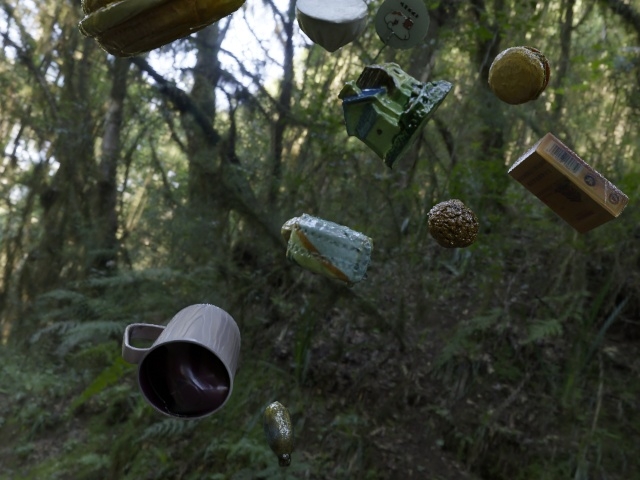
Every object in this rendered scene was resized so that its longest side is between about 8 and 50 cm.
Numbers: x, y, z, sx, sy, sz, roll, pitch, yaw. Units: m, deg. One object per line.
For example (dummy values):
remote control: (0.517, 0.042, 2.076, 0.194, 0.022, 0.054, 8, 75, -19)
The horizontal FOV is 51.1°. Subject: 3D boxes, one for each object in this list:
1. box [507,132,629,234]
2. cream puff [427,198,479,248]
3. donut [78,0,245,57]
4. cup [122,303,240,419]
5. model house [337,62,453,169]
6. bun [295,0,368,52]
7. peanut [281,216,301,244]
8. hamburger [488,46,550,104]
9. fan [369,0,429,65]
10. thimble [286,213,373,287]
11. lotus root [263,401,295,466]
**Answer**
box: (0.660, -0.148, 1.800, 0.274, 0.076, 0.174, 40, -16, 2)
cream puff: (0.359, -0.044, 1.798, 0.144, 0.126, 0.103, 54, -6, 11)
donut: (-0.376, -0.592, 1.632, 0.449, 0.449, 0.198, 5, -55, 49)
cup: (-0.347, 0.301, 1.681, 0.289, 0.208, 0.273, -12, 15, 5)
model house: (0.144, -0.291, 1.426, 0.189, 0.214, 0.195, 35, -54, 6)
bun: (0.038, -0.761, 2.383, 0.263, 0.263, 0.175, 16, -47, 14)
peanut: (0.000, 0.000, 2.364, 0.319, 0.147, 0.148, 14, -8, -32)
hamburger: (0.537, -0.445, 1.801, 0.162, 0.161, 0.115, 9, 25, 40)
fan: (0.233, -0.682, 2.265, 0.191, 0.329, 0.009, 42, 23, 8)
thimble: (0.034, 0.031, 2.123, 0.288, 0.167, 0.254, 25, 7, 42)
lotus root: (-0.122, 0.587, 2.024, 0.088, 0.192, 0.113, -12, -32, -7)
